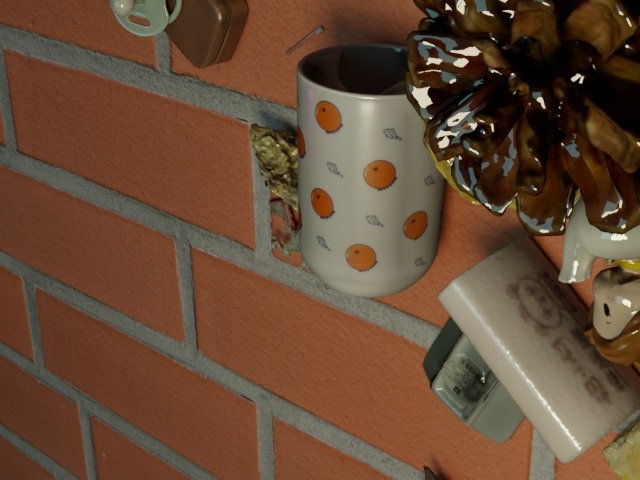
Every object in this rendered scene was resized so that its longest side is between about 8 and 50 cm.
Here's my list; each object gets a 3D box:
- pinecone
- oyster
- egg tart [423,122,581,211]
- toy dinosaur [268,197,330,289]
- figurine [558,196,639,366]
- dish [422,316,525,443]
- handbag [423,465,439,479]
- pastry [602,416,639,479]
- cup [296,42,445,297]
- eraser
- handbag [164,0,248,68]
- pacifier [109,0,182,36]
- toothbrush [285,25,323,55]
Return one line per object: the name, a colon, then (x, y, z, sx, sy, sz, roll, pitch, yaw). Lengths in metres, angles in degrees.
pinecone: (0.258, -0.183, 1.081, 0.398, 0.398, 0.397, 22, 123, 38)
oyster: (-0.027, -0.097, 1.697, 0.072, 0.133, 0.209, -51, 46, 22)
egg tart: (0.248, -0.145, 1.353, 0.241, 0.106, 0.241, 6, 114, 13)
toy dinosaur: (0.000, 0.000, 1.747, 0.242, 0.053, 0.167, -11, 94, 57)
figurine: (0.379, 0.038, 1.293, 0.142, 0.189, 0.263, -95, -8, -75)
dish: (0.233, 0.180, 1.573, 0.182, 0.080, 0.243, 45, 136, 22)
handbag: (0.234, 0.488, 1.697, 0.270, 0.117, 0.182, 39, 124, 29)
pastry: (0.453, 0.233, 1.352, 0.121, 0.089, 0.258, 30, 130, 9)
cup: (0.070, -0.091, 1.512, 0.212, 0.212, 0.317, 25, 126, 37)
eraser: (0.293, 0.138, 1.415, 0.270, 0.174, 0.095, 55, 140, 12)
handbag: (-0.205, -0.390, 1.768, 0.193, 0.072, 0.151, 54, 137, 16)
pacifier: (-0.289, -0.386, 1.722, 0.127, 0.116, 0.150, 22, 124, 7)
toothbrush: (-0.025, -0.306, 1.665, 0.097, 0.006, 0.008, -26, 93, 49)
